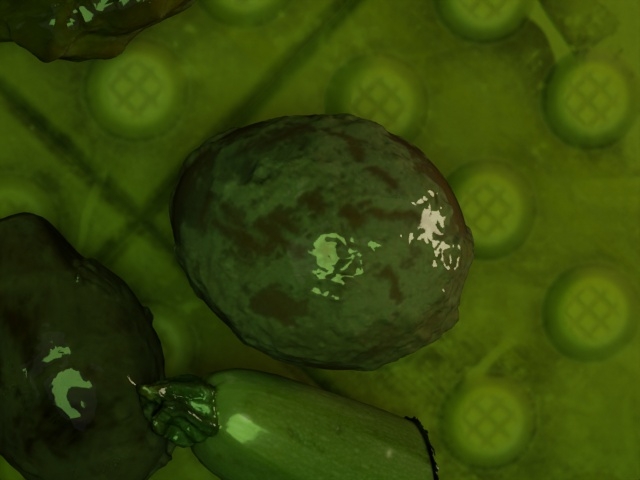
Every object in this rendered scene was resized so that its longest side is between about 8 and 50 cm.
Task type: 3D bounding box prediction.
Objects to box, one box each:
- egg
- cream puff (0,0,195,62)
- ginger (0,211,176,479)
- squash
[{"bbox_3d":[0.000,0.000,1.394,0.245,0.203,0.203,20,95,2],"label":"egg"},{"bbox_3d":[-0.200,-0.263,1.346,0.281,0.185,0.282,-1,101,-8],"label":"cream puff"},{"bbox_3d":[-0.277,0.115,1.414,0.304,0.155,0.245,-13,106,4],"label":"ginger"},{"bbox_3d":[-0.021,0.152,1.417,0.287,0.137,0.137,34,93,-22],"label":"squash"}]
